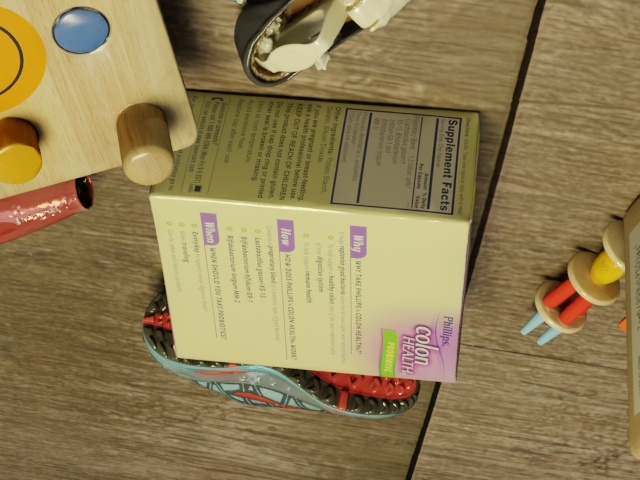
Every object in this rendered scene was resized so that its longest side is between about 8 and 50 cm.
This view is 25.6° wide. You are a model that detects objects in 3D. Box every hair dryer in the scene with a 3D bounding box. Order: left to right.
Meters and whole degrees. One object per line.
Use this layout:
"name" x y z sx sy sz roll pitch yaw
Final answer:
"hair dryer" -0.329 -0.069 1.154 0.293 0.080 0.224 19 139 -13

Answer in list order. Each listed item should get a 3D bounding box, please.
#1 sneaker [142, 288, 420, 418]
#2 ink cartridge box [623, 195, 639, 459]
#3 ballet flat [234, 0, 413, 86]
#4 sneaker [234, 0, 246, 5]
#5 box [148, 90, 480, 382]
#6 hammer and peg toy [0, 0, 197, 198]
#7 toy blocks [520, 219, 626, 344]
"sneaker" -0.036 0.107 1.320 0.261 0.104 0.125 16 158 -2
"ink cartridge box" 0.304 0.026 1.021 0.088 0.235 0.193 17 140 -11
"ballet flat" 0.017 -0.163 0.978 0.203 0.074 0.074 -26 129 35
"sneaker" -0.077 -0.230 0.939 0.073 0.063 0.162 12 142 28
"box" 0.000 0.000 1.144 0.242 0.117 0.214 5 141 6
"hammer and peg toy" -0.233 -0.164 0.906 0.265 0.127 0.361 -15 136 -2
"toy blocks" 0.252 0.056 1.212 0.123 0.054 0.148 23 139 -16
